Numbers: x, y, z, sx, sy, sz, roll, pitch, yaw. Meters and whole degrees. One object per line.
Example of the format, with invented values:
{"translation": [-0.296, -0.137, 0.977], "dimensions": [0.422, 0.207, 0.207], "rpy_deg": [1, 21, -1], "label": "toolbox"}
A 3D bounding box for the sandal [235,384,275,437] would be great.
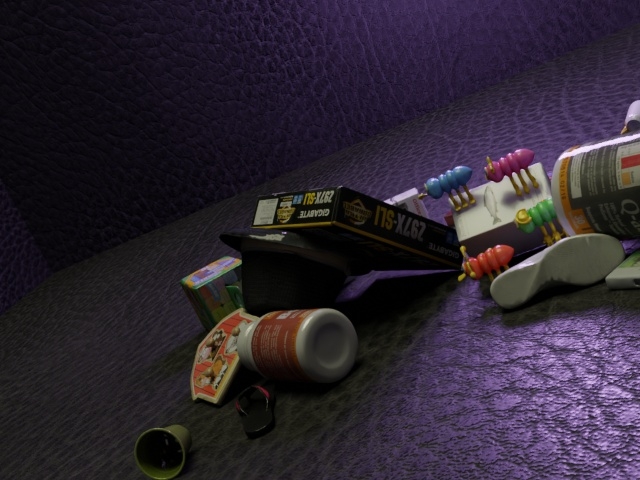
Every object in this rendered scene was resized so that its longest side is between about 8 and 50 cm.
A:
{"translation": [-0.107, 0.265, 1.559], "dimensions": [0.067, 0.040, 0.179], "rpy_deg": [-27, 13, -4], "label": "sandal"}

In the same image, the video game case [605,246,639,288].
{"translation": [0.546, 0.007, 1.382], "dimensions": [0.212, 0.023, 0.193], "rpy_deg": [-33, 15, -32], "label": "video game case"}

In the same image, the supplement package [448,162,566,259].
{"translation": [0.337, -0.042, 1.718], "dimensions": [0.179, 0.105, 0.105], "rpy_deg": [-22, 52, 17], "label": "supplement package"}

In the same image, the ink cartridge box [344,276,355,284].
{"translation": [-0.064, 0.084, 2.167], "dimensions": [0.165, 0.065, 0.333], "rpy_deg": [-31, 13, -19], "label": "ink cartridge box"}

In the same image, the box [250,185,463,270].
{"translation": [0.074, -0.015, 1.804], "dimensions": [0.322, 0.079, 0.257], "rpy_deg": [19, -15, -36], "label": "box"}

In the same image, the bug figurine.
{"translation": [0.294, -0.056, 1.634], "dimensions": [0.216, 0.072, 0.279], "rpy_deg": [-29, 50, 10], "label": "bug figurine"}

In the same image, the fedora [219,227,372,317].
{"translation": [-0.060, 0.082, 1.840], "dimensions": [0.334, 0.152, 0.334], "rpy_deg": [12, -10, 2], "label": "fedora"}

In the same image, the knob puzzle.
{"translation": [-0.194, 0.206, 1.774], "dimensions": [0.213, 0.030, 0.213], "rpy_deg": [-42, 29, 30], "label": "knob puzzle"}

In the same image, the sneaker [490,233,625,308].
{"translation": [0.370, 0.038, 1.499], "dimensions": [0.212, 0.080, 0.094], "rpy_deg": [-22, 1, 23], "label": "sneaker"}

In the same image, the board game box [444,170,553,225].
{"translation": [0.413, -0.097, 2.056], "dimensions": [0.281, 0.027, 0.145], "rpy_deg": [-13, 19, 44], "label": "board game box"}

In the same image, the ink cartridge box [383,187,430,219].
{"translation": [0.172, -0.043, 2.136], "dimensions": [0.135, 0.099, 0.056], "rpy_deg": [-25, 12, 7], "label": "ink cartridge box"}

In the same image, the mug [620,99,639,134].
{"translation": [0.704, -0.262, 2.126], "dimensions": [0.062, 0.078, 0.064], "rpy_deg": [19, 45, 24], "label": "mug"}

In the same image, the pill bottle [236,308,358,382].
{"translation": [-0.047, 0.177, 1.615], "dimensions": [0.121, 0.121, 0.216], "rpy_deg": [-34, 16, -35], "label": "pill bottle"}

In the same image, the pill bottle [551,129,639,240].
{"translation": [0.500, -0.089, 1.429], "dimensions": [0.278, 0.162, 0.162], "rpy_deg": [-12, 18, 48], "label": "pill bottle"}

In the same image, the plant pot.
{"translation": [-0.240, 0.326, 1.514], "dimensions": [0.083, 0.083, 0.079], "rpy_deg": [-23, 1, 13], "label": "plant pot"}

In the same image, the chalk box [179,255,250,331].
{"translation": [-0.206, 0.125, 2.114], "dimensions": [0.132, 0.132, 0.213], "rpy_deg": [-29, 12, -15], "label": "chalk box"}
